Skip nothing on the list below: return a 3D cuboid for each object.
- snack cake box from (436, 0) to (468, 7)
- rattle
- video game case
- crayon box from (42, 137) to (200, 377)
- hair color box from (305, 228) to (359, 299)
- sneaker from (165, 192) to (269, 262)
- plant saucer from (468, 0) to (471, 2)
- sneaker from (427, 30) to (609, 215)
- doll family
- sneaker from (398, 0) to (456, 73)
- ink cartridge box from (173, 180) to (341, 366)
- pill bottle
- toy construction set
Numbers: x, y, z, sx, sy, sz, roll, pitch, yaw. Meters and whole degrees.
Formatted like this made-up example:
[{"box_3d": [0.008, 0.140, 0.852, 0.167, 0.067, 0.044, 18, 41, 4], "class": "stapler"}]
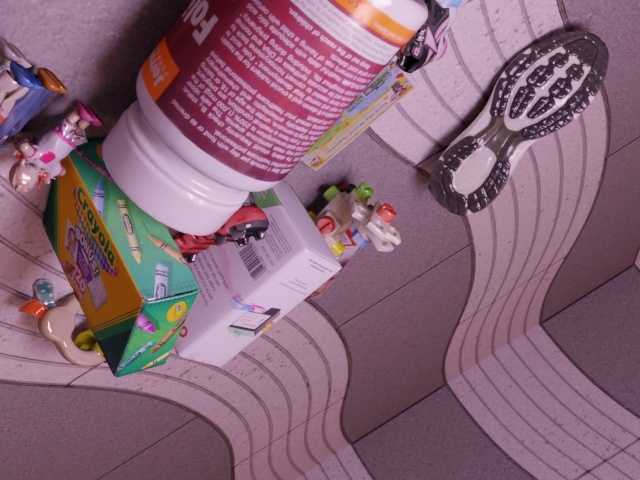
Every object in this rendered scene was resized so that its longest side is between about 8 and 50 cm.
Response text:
[{"box_3d": [0.189, -0.428, 0.973, 0.264, 0.152, 0.089, -49, 169, 29], "class": "snack cake box"}, {"box_3d": [-0.437, 0.131, 1.373, 0.200, 0.143, 0.130, 25, 87, -41], "class": "rattle"}, {"box_3d": [0.028, -0.221, 1.296, 0.227, 0.026, 0.206, -40, 152, 11], "class": "video game case"}, {"box_3d": [-0.273, 0.018, 1.092, 0.081, 0.278, 0.165, -11, 145, -37], "class": "crayon box"}, {"box_3d": [-0.004, 0.050, 1.668, 0.093, 0.053, 0.167, -6, 143, -42], "class": "hair color box"}, {"box_3d": [-0.214, -0.035, 1.271, 0.276, 0.135, 0.098, -18, 171, 22], "class": "sneaker"}, {"box_3d": [0.218, -0.400, 1.209, 0.119, 0.021, 0.119, -26, 152, -15], "class": "plant saucer"}, {"box_3d": [0.368, -0.234, 1.564, 0.410, 0.158, 0.182, -46, -179, 20], "class": "sneaker"}, {"box_3d": [-0.378, -0.140, 0.942, 0.163, 0.118, 0.263, -41, 170, 2], "class": "doll family"}, {"box_3d": [0.149, -0.308, 1.213, 0.077, 0.072, 0.178, -42, 154, -16], "class": "sneaker"}, {"box_3d": [-0.138, 0.044, 1.351, 0.278, 0.201, 0.117, -40, 147, 13], "class": "ink cartridge box"}, {"box_3d": [-0.080, -0.203, 1.000, 0.392, 0.224, 0.224, -46, 150, 22], "class": "pill bottle"}, {"box_3d": [0.000, 0.000, 1.458, 0.328, 0.151, 0.215, -30, 178, 28], "class": "toy construction set"}]
